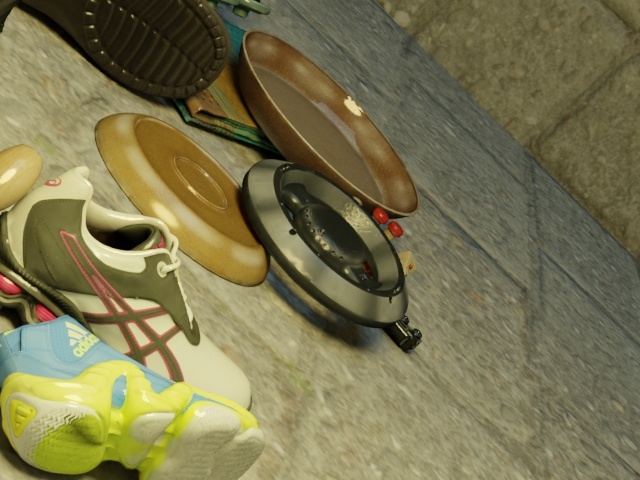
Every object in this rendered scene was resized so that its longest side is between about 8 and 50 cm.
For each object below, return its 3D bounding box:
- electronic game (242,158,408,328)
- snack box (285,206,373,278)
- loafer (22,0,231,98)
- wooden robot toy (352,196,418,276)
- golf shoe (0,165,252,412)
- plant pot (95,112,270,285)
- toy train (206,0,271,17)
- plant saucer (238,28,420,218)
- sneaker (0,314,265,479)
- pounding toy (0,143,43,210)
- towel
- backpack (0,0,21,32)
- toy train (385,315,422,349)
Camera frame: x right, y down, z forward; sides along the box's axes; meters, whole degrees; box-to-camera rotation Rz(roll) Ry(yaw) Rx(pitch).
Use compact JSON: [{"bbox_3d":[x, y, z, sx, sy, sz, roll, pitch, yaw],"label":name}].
[{"bbox_3d":[0.007,0.002,1.836,0.229,0.048,0.229,36,26,-20],"label":"electronic game"},{"bbox_3d":[0.000,0.000,1.918,0.141,0.037,0.100,50,30,15],"label":"snack box"},{"bbox_3d":[-0.248,-0.291,1.863,0.366,0.134,0.130,35,17,-31],"label":"loafer"},{"bbox_3d":[0.049,0.006,2.017,0.173,0.076,0.079,39,28,-21],"label":"wooden robot toy"},{"bbox_3d":[-0.136,0.056,1.327,0.273,0.120,0.105,38,16,-31],"label":"golf shoe"},{"bbox_3d":[-0.132,-0.051,1.758,0.236,0.032,0.236,41,16,-14],"label":"plant pot"},{"bbox_3d":[-0.172,-0.396,2.297,0.190,0.142,0.334,24,8,25],"label":"toy train"},{"bbox_3d":[0.002,-0.135,2.142,0.310,0.050,0.310,41,19,-17],"label":"plant saucer"},{"bbox_3d":[-0.140,0.109,1.234,0.240,0.091,0.126,23,27,-52],"label":"sneaker"},{"bbox_3d":[-0.345,-0.080,1.220,0.269,0.155,0.154,35,45,-4],"label":"pounding toy"},{"bbox_3d":[-0.125,-0.209,2.161,0.271,0.040,0.370,54,19,25],"label":"towel"},{"bbox_3d":[-0.353,-0.316,1.594,0.225,0.191,0.253,39,12,-21],"label":"backpack"},{"bbox_3d":[0.056,0.064,1.965,0.158,0.027,0.036,48,26,11],"label":"toy train"}]
